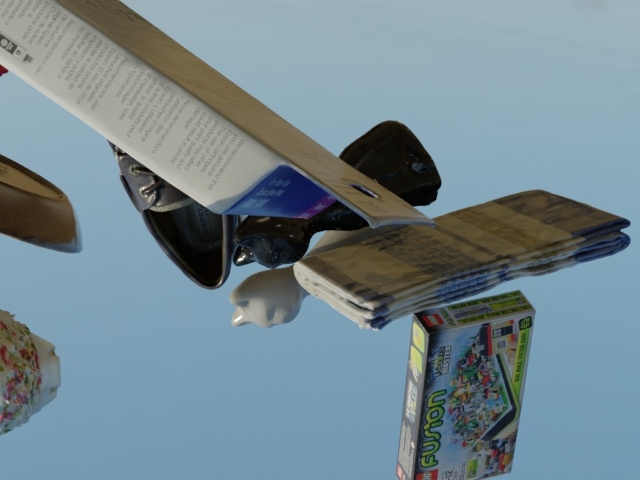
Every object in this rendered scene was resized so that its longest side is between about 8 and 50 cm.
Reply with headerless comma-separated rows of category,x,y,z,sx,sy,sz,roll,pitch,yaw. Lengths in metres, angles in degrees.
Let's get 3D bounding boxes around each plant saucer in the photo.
plant saucer,-0.390,-0.074,2.050,0.311,0.050,0.310,25,-175,-2

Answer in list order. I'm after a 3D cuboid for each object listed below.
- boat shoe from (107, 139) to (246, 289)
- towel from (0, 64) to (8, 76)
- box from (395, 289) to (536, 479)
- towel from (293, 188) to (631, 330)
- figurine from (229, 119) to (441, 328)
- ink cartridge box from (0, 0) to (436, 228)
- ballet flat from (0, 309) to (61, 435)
boat shoe,-0.134,-0.064,1.763,0.103,0.285,0.092,-15,-133,6
towel,-0.366,-0.291,1.811,0.031,0.198,0.275,7,166,33
box,0.137,0.148,1.811,0.114,0.207,0.036,-12,-141,-19
towel,0.132,0.014,1.827,0.285,0.034,0.209,-17,-163,-17
figurine,0.000,0.000,1.879,0.209,0.215,0.092,-28,-114,-19
ink cartridge box,-0.084,-0.081,1.388,0.330,0.071,0.324,36,-174,9
ballet flat,-0.210,0.085,1.223,0.077,0.091,0.241,-1,175,-24
